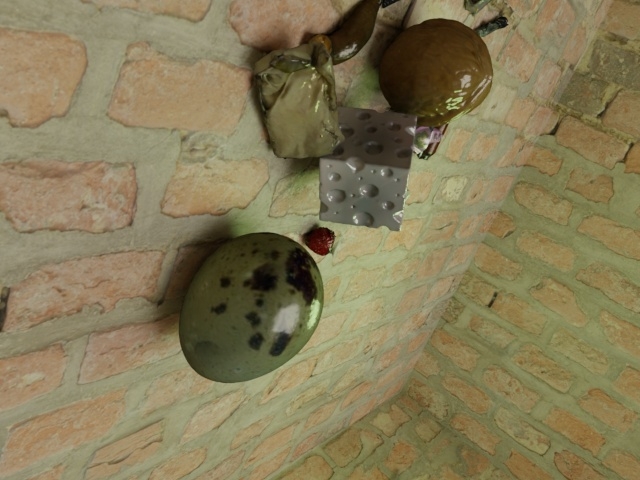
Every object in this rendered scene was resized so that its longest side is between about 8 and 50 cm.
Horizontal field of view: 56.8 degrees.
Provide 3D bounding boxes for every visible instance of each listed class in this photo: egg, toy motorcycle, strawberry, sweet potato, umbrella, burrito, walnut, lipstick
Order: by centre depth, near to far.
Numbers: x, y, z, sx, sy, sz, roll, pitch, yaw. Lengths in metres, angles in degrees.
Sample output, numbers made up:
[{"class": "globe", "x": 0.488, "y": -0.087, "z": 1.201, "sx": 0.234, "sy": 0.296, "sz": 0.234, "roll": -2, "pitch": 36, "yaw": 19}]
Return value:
[{"class": "burrito", "x": -0.045, "y": -0.344, "z": 1.417, "sx": 0.332, "sy": 0.190, "sz": 0.135, "roll": 79, "pitch": 15, "yaw": -58}, {"class": "sweet potato", "x": 0.073, "y": -0.518, "z": 1.477, "sx": 0.286, "sy": 0.085, "sz": 0.112, "roll": -45, "pitch": 147, "yaw": -22}, {"class": "egg", "x": -0.183, "y": 0.180, "z": 1.553, "sx": 0.428, "sy": 0.345, "sz": 0.345, "roll": -55, "pitch": 154, "yaw": 5}, {"class": "walnut", "x": 0.328, "y": -0.473, "z": 1.681, "sx": 0.333, "sy": 0.333, "sz": 0.333, "roll": -39, "pitch": 149, "yaw": -30}, {"class": "strawberry", "x": 0.000, "y": 0.001, "z": 1.941, "sx": 0.106, "sy": 0.106, "sz": 0.106, "roll": -39, "pitch": 149, "yaw": -30}, {"class": "toy motorcycle", "x": 0.310, "y": -0.349, "z": 1.944, "sx": 0.327, "sy": 0.188, "sz": 0.143, "roll": -10, "pitch": 122, "yaw": -55}, {"class": "umbrella", "x": 0.613, "y": -0.772, "z": 2.137, "sx": 0.188, "sy": 0.046, "sz": 0.050, "roll": -31, "pitch": 134, "yaw": -33}, {"class": "lipstick", "x": 0.466, "y": -0.490, "z": 2.171, "sx": 0.077, "sy": 0.077, "sz": 0.418, "roll": -10, "pitch": 130, "yaw": -55}]

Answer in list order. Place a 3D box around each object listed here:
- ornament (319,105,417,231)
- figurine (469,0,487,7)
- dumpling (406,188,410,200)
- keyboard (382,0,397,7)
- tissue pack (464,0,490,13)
[{"class": "ornament", "x": 0.131, "y": -0.203, "z": 1.663, "sx": 0.240, "sy": 0.239, "sz": 0.240, "roll": 90, "pitch": 11, "yaw": -49}, {"class": "figurine", "x": 0.473, "y": -0.796, "z": 1.616, "sx": 0.143, "sy": 0.308, "sz": 0.309, "roll": -22, "pitch": 138, "yaw": -41}, {"class": "dumpling", "x": 0.239, "y": -0.136, "z": 2.168, "sx": 0.176, "sy": 0.092, "sz": 0.150, "roll": -33, "pitch": 143, "yaw": -36}, {"class": "keyboard", "x": 0.238, "y": -0.700, "z": 1.629, "sx": 0.202, "sy": 0.011, "sz": 0.067, "roll": -37, "pitch": 149, "yaw": -32}, {"class": "tissue pack", "x": 0.534, "y": -0.824, "z": 1.926, "sx": 0.148, "sy": 0.060, "sz": 0.109, "roll": -44, "pitch": 150, "yaw": -24}]
